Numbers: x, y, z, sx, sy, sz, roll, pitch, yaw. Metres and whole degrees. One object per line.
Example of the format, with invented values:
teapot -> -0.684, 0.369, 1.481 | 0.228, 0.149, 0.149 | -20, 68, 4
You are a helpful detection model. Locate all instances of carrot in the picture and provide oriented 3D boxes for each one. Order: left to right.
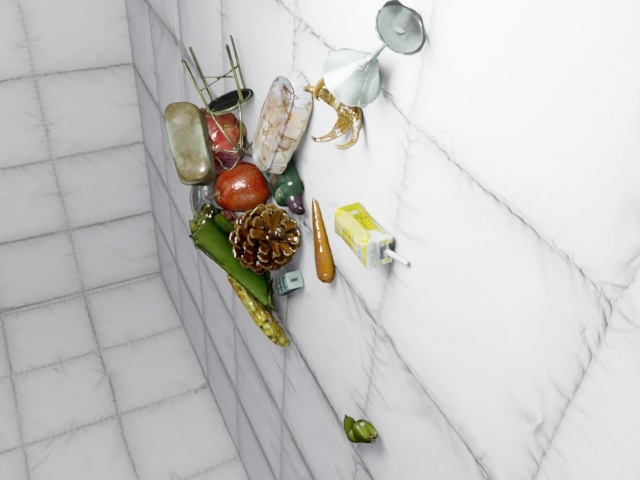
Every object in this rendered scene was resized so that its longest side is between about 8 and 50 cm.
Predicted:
carrot -> 0.000, 0.000, 1.638 | 0.048, 0.048, 0.216 | 178, 82, -68

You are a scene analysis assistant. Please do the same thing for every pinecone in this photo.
pinecone -> -0.142, -0.012, 1.800 | 0.186, 0.168, 0.212 | 35, 143, -10

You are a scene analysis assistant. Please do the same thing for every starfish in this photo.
starfish -> 0.025, -0.262, 1.352 | 0.190, 0.074, 0.146 | -134, 37, -51

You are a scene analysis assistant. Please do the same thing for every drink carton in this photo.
drink carton -> 0.098, 0.003, 1.348 | 0.200, 0.074, 0.084 | -129, 31, -49

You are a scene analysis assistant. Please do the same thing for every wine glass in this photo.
wine glass -> 0.088, -0.310, 1.115 | 0.183, 0.122, 0.122 | -34, 72, 64

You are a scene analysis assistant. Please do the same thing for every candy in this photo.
candy -> -0.358, -0.266, 1.854 | 0.104, 0.102, 0.234 | 40, -143, -79

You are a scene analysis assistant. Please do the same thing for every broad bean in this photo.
broad bean -> 0.102, 0.479, 1.683 | 0.213, 0.048, 0.070 | 160, 94, -72

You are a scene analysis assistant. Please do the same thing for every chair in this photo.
chair -> -0.257, -0.382, 1.861 | 0.170, 0.160, 0.325 | -93, -16, -59

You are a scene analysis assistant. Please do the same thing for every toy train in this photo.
toy train -> -0.107, 0.132, 1.969 | 0.234, 0.051, 0.052 | 148, 110, -68

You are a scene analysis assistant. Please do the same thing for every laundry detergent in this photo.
laundry detergent -> -0.097, -0.152, 1.727 | 0.221, 0.078, 0.144 | 65, 150, 20

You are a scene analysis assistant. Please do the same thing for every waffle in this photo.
waffle -> -0.203, 0.205, 2.126 | 0.300, 0.058, 0.281 | 54, 178, 27

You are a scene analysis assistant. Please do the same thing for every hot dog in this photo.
hot dog -> -0.094, -0.279, 1.591 | 0.144, 0.075, 0.268 | 57, 139, 29

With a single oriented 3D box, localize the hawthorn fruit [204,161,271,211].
hawthorn fruit -> -0.248, -0.143, 1.928 | 0.162, 0.203, 0.162 | 167, 90, -70

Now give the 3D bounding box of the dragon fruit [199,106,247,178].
dragon fruit -> -0.314, -0.282, 2.032 | 0.282, 0.211, 0.147 | 53, -162, -65

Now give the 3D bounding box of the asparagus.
asparagus -> -0.229, 0.055, 1.939 | 0.382, 0.128, 0.108 | 47, 153, -27

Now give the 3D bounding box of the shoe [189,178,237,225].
shoe -> -0.358, -0.084, 2.359 | 0.171, 0.132, 0.336 | -5, 101, 63
